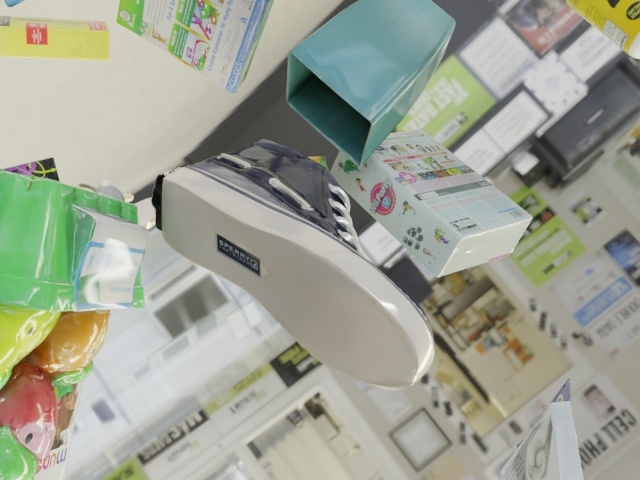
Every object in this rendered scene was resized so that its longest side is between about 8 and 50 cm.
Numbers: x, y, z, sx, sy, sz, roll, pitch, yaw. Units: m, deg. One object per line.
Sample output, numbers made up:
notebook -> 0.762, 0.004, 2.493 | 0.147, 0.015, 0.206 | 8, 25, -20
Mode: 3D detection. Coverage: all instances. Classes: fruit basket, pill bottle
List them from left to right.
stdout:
fruit basket -> -0.270, 0.115, 0.750 | 0.165, 0.353, 0.327 | 4, 176, 9
pill bottle -> 0.448, -0.335, 1.149 | 0.119, 0.208, 0.119 | -38, 161, -16

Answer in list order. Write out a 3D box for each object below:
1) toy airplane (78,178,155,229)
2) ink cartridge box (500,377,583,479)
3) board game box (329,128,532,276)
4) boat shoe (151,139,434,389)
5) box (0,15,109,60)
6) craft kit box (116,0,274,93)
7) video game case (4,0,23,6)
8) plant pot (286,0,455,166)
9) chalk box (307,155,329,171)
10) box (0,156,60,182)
toy airplane -> -0.569, 0.023, 1.721 | 0.386, 0.384, 0.272 | -50, 129, -30
ink cartridge box -> 0.353, 0.368, 1.323 | 0.224, 0.045, 0.223 | -80, -174, -48
board game box -> 0.200, -0.081, 1.496 | 0.224, 0.303, 0.097 | -12, 138, -43
boat shoe -> 0.000, 0.000, 0.797 | 0.158, 0.340, 0.127 | -32, 144, -39
box -> -0.504, -0.368, 1.472 | 0.232, 0.087, 0.058 | -1, 117, -18
craft kit box -> -0.210, -0.397, 1.351 | 0.061, 0.247, 0.250 | -63, -176, -35
video game case -> -0.524, -0.502, 1.390 | 0.119, 0.166, 0.015 | -20, -170, 17
plant pot -> 0.088, -0.272, 1.261 | 0.234, 0.165, 0.165 | -45, 170, -15
chalk box -> -0.050, -0.020, 1.370 | 0.132, 0.132, 0.213 | -52, 137, -49
box -> -0.562, -0.081, 1.514 | 0.162, 0.116, 0.029 | -22, -163, -37
